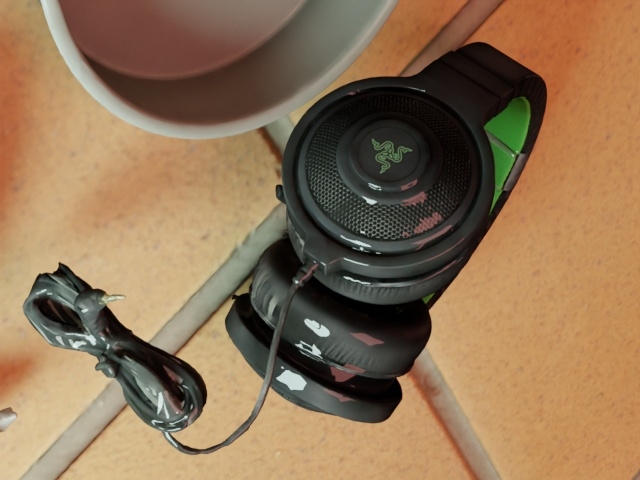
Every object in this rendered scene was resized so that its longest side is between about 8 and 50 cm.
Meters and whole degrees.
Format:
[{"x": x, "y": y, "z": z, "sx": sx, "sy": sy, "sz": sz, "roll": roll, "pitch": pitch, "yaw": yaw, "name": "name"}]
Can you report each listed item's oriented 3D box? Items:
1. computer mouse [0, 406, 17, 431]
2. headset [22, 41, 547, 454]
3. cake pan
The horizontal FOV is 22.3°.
[{"x": -0.230, "y": 0.028, "z": 0.865, "sx": 0.188, "sy": 0.072, "sz": 0.272, "roll": -10, "pitch": 122, "yaw": -41, "name": "computer mouse"}, {"x": 0.000, "y": 0.000, "z": 1.043, "sx": 0.394, "sy": 0.185, "sz": 0.243, "roll": -39, "pitch": 157, "yaw": -46, "name": "headset"}, {"x": -0.049, "y": -0.201, "z": 0.915, "sx": 0.293, "sy": 0.054, "sz": 0.293, "roll": -26, "pitch": 131, "yaw": -33, "name": "cake pan"}]
